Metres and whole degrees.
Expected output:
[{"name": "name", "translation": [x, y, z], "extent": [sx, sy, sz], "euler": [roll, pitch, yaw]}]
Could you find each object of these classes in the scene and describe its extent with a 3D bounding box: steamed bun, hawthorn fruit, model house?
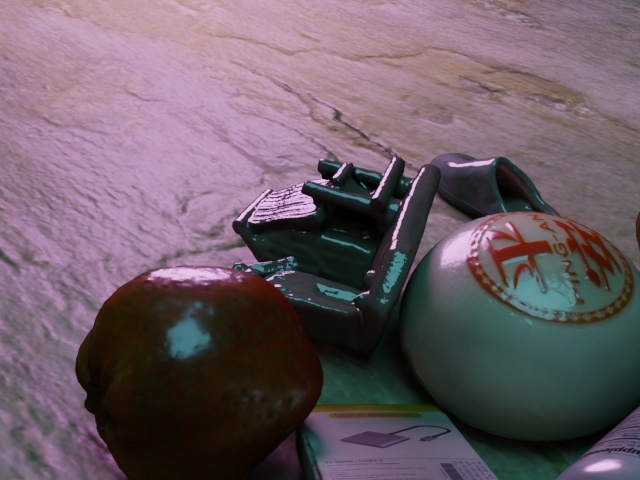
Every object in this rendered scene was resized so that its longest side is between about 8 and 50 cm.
[{"name": "steamed bun", "translation": [0.186, 0.058, 0.936], "extent": [0.231, 0.145, 0.232], "euler": [3, 33, -2]}, {"name": "hawthorn fruit", "translation": [-0.091, 0.103, 0.815], "extent": [0.189, 0.189, 0.189], "euler": [4, 33, -2]}, {"name": "model house", "translation": [0.005, 0.007, 1.013], "extent": [0.188, 0.122, 0.229], "euler": [10, 36, 12]}]

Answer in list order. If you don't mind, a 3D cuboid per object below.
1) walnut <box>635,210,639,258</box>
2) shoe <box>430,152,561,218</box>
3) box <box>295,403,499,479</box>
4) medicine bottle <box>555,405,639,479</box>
[{"name": "walnut", "translation": [0.429, 0.016, 0.906], "extent": [0.332, 0.333, 0.333], "euler": [4, 33, -2]}, {"name": "shoe", "translation": [0.198, -0.062, 1.184], "extent": [0.079, 0.078, 0.195], "euler": [-16, 43, -28]}, {"name": "box", "translation": [0.053, 0.167, 0.783], "extent": [0.129, 0.033, 0.247], "euler": [0, 7, -6]}, {"name": "medicine bottle", "translation": [0.254, 0.191, 0.733], "extent": [0.157, 0.157, 0.288], "euler": [31, 41, 34]}]
